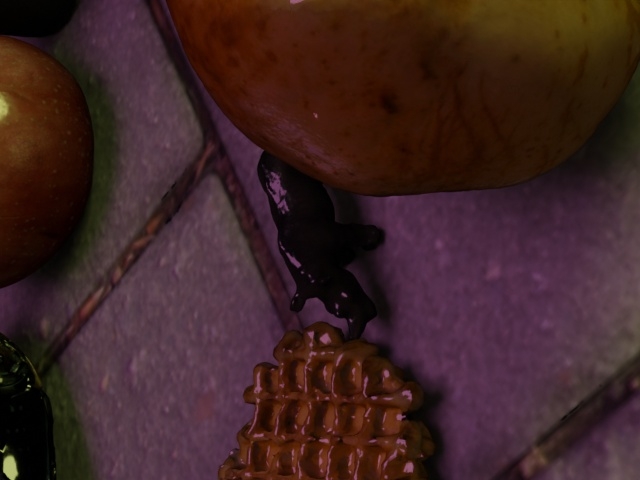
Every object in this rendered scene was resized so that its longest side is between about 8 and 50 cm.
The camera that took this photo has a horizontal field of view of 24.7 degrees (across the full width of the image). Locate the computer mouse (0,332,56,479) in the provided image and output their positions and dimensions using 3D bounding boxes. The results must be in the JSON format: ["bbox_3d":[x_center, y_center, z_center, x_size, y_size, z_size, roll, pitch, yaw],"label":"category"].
[{"bbox_3d":[-0.245,0.150,1.112,0.242,0.077,0.146,64,148,24],"label":"computer mouse"}]

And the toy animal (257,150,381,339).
[{"bbox_3d":[0.000,0.000,0.873,0.047,0.065,0.136,-36,60,40],"label":"toy animal"}]

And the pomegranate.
[{"bbox_3d":[0.043,-0.135,0.719,0.248,0.248,0.248,-9,77,47],"label":"pomegranate"}]

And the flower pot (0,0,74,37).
[{"bbox_3d":[-0.258,-0.228,1.166,0.157,0.106,0.158,-11,74,44],"label":"flower pot"}]

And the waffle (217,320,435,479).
[{"bbox_3d":[0.001,0.144,0.870,0.191,0.038,0.191,-10,77,47],"label":"waffle"}]

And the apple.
[{"bbox_3d":[-0.272,-0.059,1.113,0.201,0.162,0.201,-5,84,49],"label":"apple"}]
